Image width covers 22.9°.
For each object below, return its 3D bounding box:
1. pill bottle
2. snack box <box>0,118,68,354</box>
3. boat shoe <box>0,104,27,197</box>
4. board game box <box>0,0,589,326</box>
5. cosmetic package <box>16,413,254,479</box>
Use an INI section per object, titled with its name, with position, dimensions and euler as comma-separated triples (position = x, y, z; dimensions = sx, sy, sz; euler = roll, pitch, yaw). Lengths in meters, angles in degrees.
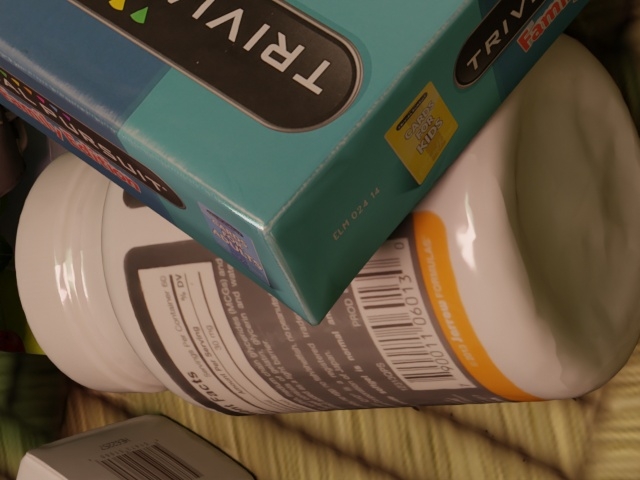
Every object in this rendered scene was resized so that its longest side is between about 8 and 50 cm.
[pill bottle]
position = 0.000, 0.000, 0.741
dimensions = 0.278, 0.162, 0.162
euler = -7, 92, 37
[snack box]
position = -0.197, -0.042, 0.933
dimensions = 0.174, 0.070, 0.207
euler = 0, 96, 36
[boat shoe]
position = -0.201, 0.000, 0.856
dimensions = 0.112, 0.095, 0.335
euler = -139, 59, -64
[board game box]
position = 0.004, -0.169, 0.645
dimensions = 0.254, 0.079, 0.336
euler = 33, 74, 28
[cosmetic package]
position = -0.127, 0.224, 0.892
dimensions = 0.085, 0.117, 0.231
euler = 29, 111, 30
